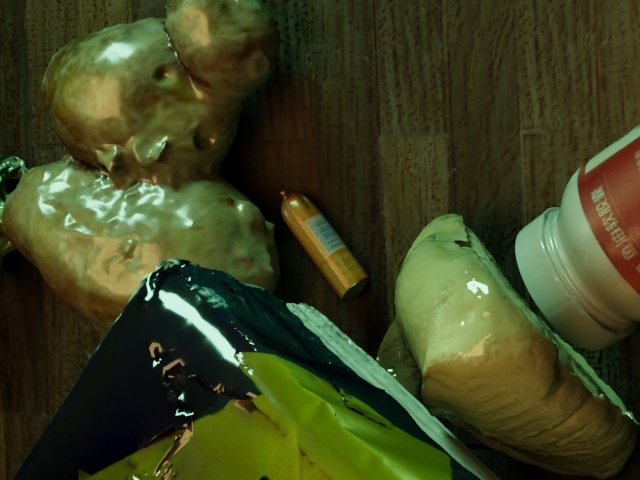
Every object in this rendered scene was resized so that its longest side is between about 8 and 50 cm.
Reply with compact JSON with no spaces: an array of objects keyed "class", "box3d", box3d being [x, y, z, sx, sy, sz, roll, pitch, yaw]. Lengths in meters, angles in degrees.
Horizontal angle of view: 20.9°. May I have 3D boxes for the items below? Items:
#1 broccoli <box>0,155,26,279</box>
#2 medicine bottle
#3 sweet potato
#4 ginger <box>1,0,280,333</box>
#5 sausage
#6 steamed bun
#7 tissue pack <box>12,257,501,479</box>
[{"class":"broccoli","box3d":[-0.257,-0.018,1.560,0.204,0.122,0.118,-8,106,20]},{"class":"medicine bottle","box3d":[0.260,-0.030,1.187,0.250,0.131,0.131,-36,76,31]},{"class":"sweet potato","box3d":[0.061,0.134,1.376,0.068,0.068,0.226,7,99,32]},{"class":"ginger","box3d":[-0.139,-0.073,1.427,0.244,0.155,0.304,10,100,26]},{"class":"sausage","box3d":[0.000,0.000,1.421,0.031,0.031,0.107,-45,70,28]},{"class":"steamed bun","box3d":[0.113,0.078,1.242,0.110,0.212,0.231,-43,68,6]},{"class":"tissue pack","box3d":[0.002,0.238,1.179,0.416,0.253,0.264,43,103,32]}]
